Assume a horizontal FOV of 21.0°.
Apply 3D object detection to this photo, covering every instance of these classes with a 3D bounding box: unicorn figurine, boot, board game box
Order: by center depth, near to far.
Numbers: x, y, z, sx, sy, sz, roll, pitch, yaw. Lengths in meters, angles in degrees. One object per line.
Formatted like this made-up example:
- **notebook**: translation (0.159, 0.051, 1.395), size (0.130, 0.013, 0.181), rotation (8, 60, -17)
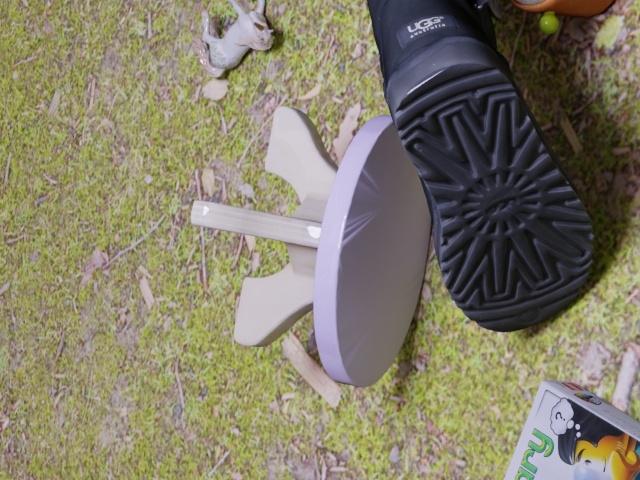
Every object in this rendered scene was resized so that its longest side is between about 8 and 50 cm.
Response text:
- **board game box**: translation (0.231, 0.306, 1.584), size (0.193, 0.053, 0.305), rotation (31, 106, 47)
- **boot**: translation (0.123, -0.181, 1.687), size (0.146, 0.367, 0.445), rotation (-19, 45, 3)
- **unicorn figurine**: translation (-0.096, -0.252, 2.057), size (0.162, 0.060, 0.111), rotation (-54, 46, 49)

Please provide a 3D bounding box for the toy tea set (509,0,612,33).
- **toy tea set**: translation (0.214, -0.363, 1.672), size (0.200, 0.124, 0.336), rotation (-51, 49, 29)

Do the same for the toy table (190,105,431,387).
- **toy table**: translation (0.000, 0.000, 1.776), size (0.161, 0.252, 0.274), rotation (10, 78, 33)
